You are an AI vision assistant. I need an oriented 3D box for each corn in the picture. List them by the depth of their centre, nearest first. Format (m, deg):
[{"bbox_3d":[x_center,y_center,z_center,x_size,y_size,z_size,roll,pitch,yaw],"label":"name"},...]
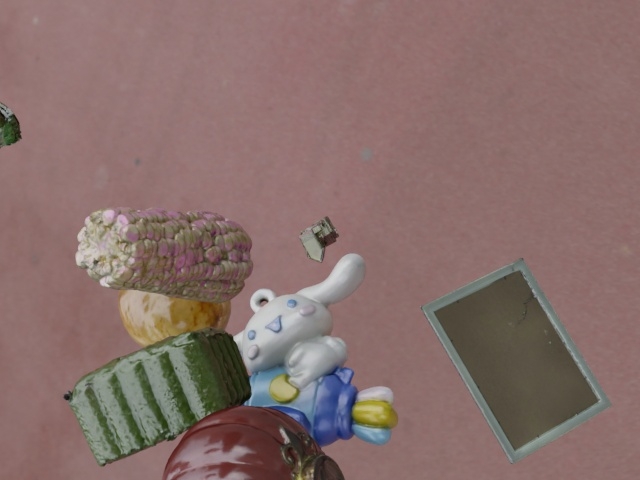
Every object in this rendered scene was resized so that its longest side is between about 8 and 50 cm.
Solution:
[{"bbox_3d":[-0.184,0.016,1.348,0.126,0.335,0.127,-1,87,17],"label":"corn"}]

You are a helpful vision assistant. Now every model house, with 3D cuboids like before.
[{"bbox_3d":[0.000,0.000,1.807,0.057,0.083,0.058,-30,96,7],"label":"model house"}]

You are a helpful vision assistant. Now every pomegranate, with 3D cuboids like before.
[{"bbox_3d":[-0.302,0.133,2.240,0.248,0.248,0.248,-8,78,43],"label":"pomegranate"}]

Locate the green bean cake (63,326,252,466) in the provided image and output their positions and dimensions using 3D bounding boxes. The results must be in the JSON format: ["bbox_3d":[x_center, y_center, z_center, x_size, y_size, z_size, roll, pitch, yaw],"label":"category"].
[{"bbox_3d":[-0.251,0.243,1.739,0.247,0.250,0.156,-24,87,8],"label":"green bean cake"}]

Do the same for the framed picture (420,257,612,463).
[{"bbox_3d":[0.324,0.194,1.788,0.293,0.231,0.018,61,153,13],"label":"framed picture"}]

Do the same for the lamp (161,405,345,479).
[{"bbox_3d":[-0.093,0.380,1.495,0.257,0.303,0.303,-20,69,20],"label":"lamp"}]

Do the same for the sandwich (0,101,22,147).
[{"bbox_3d":[-0.489,-0.145,1.273,0.235,0.079,0.159,27,67,18],"label":"sandwich"}]

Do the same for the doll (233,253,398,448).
[{"bbox_3d":[-0.046,0.240,1.934,0.376,0.187,0.366,-36,62,25],"label":"doll"}]
